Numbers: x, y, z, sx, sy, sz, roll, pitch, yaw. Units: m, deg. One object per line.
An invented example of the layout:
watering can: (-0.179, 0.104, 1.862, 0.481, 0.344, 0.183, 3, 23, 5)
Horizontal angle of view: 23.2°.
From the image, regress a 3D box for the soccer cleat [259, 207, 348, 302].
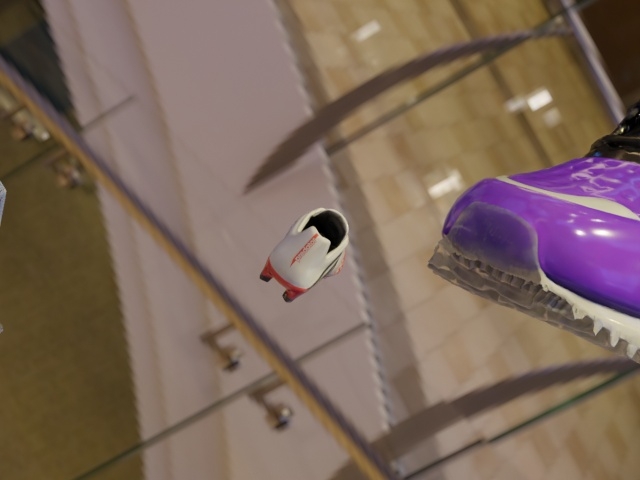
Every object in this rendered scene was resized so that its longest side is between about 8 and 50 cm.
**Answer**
soccer cleat: (0.000, 0.000, 0.648, 0.029, 0.035, 0.083, 42, 20, 2)

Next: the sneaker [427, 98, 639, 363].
sneaker: (0.158, -0.033, 0.649, 0.102, 0.146, 0.293, 23, 14, 40)

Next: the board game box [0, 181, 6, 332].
board game box: (-0.228, 0.040, 0.770, 0.060, 0.194, 0.194, 47, -8, 26)
